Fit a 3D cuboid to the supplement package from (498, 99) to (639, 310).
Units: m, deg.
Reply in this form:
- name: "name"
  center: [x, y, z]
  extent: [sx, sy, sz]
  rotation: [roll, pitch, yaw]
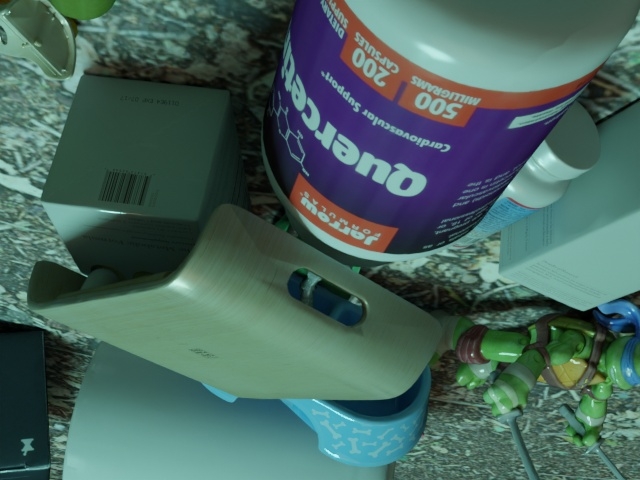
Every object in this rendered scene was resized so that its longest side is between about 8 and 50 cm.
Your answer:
- name: "supplement package"
  center: [0.248, -0.026, 0.809]
  extent: [0.105, 0.105, 0.179]
  rotation: [23, 150, -24]

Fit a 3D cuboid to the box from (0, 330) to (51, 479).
- name: "box"
  center: [-0.577, 0.309, 1.508]
  extent: [0.293, 0.212, 0.395]
  rotation: [-2, 157, -18]

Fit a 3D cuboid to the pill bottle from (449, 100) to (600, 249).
- name: "pill bottle"
  center: [0.149, -0.057, 0.800]
  extent: [0.087, 0.087, 0.160]
  rotation: [23, 149, -24]

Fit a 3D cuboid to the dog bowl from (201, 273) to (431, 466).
- name: "dog bowl"
  center: [-0.008, 0.131, 1.092]
  extent: [0.297, 0.166, 0.074]
  rotation: [28, 140, 8]

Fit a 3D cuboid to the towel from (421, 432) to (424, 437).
- name: "towel"
  center: [0.050, 0.296, 1.563]
  extent: [0.197, 0.029, 0.144]
  rotation: [23, 149, -23]

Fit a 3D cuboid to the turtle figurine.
- name: "turtle figurine"
  center: [0.227, 0.181, 1.068]
  extent: [0.198, 0.275, 0.266]
  rotation: [-10, -168, -35]

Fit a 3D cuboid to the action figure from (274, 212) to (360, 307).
- name: "action figure"
  center: [0.000, 0.000, 0.991]
  extent: [0.137, 0.063, 0.232]
  rotation: [18, 148, -9]

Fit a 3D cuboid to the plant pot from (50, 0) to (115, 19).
- name: "plant pot"
  center: [-0.165, -0.191, 0.668]
  extent: [0.083, 0.083, 0.079]
  rotation: [14, 164, -9]

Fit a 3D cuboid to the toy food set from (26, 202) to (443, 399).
- name: "toy food set"
  center: [-0.082, 0.052, 0.802]
  extent: [0.220, 0.092, 0.306]
  rotation: [30, 156, -31]

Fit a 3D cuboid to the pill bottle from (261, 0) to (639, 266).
- name: "pill bottle"
  center: [0.062, -0.102, 0.640]
  extent: [0.181, 0.181, 0.323]
  rotation: [13, 152, -6]

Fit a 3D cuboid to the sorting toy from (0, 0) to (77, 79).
- name: "sorting toy"
  center: [-0.243, -0.168, 0.768]
  extent: [0.075, 0.045, 0.083]
  rotation: [3, 153, 28]

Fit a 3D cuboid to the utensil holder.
- name: "utensil holder"
  center: [-0.097, 0.278, 1.264]
  extent: [0.385, 0.327, 0.327]
  rotation: [8, 153, 7]

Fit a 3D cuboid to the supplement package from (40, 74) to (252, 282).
- name: "supplement package"
  center: [-0.147, -0.023, 0.908]
  extent: [0.139, 0.134, 0.244]
  rotation: [7, 152, 6]
